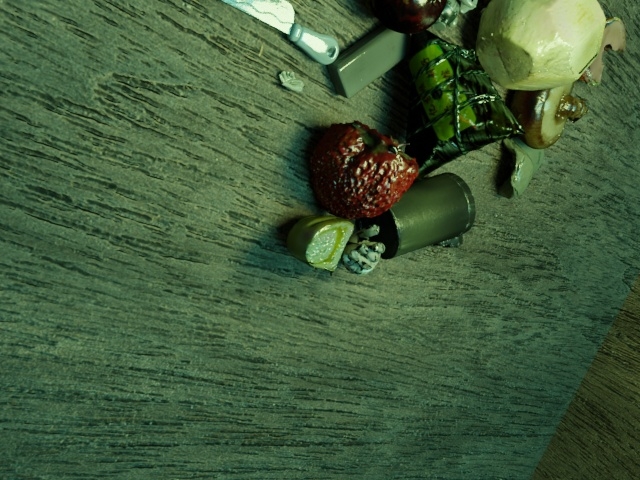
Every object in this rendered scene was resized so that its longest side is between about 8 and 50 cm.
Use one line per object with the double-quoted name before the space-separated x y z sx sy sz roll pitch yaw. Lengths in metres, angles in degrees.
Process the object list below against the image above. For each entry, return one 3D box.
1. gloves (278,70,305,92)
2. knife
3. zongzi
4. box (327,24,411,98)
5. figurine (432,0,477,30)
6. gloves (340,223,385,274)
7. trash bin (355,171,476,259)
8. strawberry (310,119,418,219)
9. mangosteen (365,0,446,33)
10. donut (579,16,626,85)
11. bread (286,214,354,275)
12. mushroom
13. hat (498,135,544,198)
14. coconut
"gloves" -0.067 -0.380 1.457 0.081 0.037 0.044 43 47 -27
"knife" -0.083 -0.509 1.385 0.331 0.044 0.080 22 99 -39
"zongzi" 0.317 -0.330 1.627 0.362 0.383 0.319 -36 150 30
"box" 0.133 -0.474 1.552 0.243 0.055 0.103 -39 131 -15
"figurine" 0.356 -0.651 1.594 0.147 0.126 0.192 38 75 -24
"gloves" 0.124 0.033 1.679 0.127 0.212 0.111 -48 108 -15
"trash bin" 0.280 -0.071 1.770 0.301 0.203 0.252 -17 101 -30
"strawberry" 0.101 -0.172 1.553 0.261 0.261 0.257 31 93 -43
"mangosteen" 0.206 -0.599 1.446 0.210 0.210 0.210 -17 122 -30
"donut" 0.958 -0.665 2.069 0.233 0.085 0.199 -48 133 -7
"bread" -0.007 -0.004 1.606 0.156 0.260 0.158 23 87 0
"mushroom" 0.739 -0.448 1.966 0.278 0.163 0.297 1 112 -29
"hat" 0.715 -0.257 2.067 0.244 0.149 0.214 -18 123 -17
"coconut" 0.627 -0.586 1.706 0.352 0.352 0.352 -17 122 -30
